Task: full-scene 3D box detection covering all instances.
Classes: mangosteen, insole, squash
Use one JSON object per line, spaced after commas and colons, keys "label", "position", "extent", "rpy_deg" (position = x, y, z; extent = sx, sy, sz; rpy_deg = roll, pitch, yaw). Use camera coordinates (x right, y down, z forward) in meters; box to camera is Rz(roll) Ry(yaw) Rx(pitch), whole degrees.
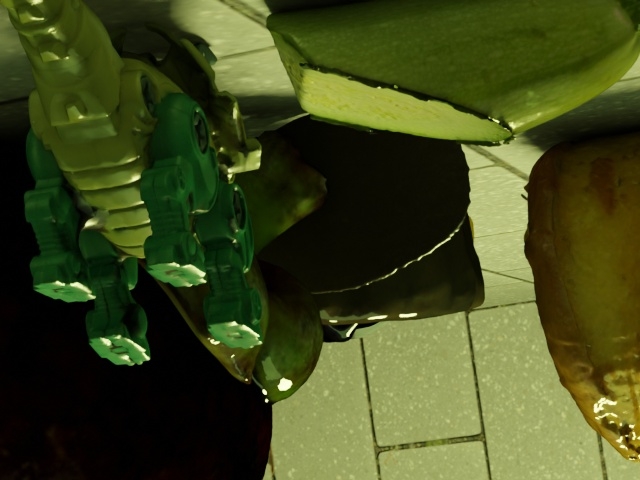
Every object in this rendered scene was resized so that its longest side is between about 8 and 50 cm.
{"label": "mangosteen", "position": [-0.156, 0.082, 0.900], "extent": [0.330, 0.330, 0.330], "rpy_deg": [-7, 173, -1]}
{"label": "insole", "position": [-0.037, -0.018, 0.976], "extent": [0.328, 0.111, 0.007], "rpy_deg": [-7, -177, 41]}
{"label": "squash", "position": [0.080, -0.081, 0.689], "extent": [0.200, 0.075, 0.090], "rpy_deg": [-10, 147, 11]}

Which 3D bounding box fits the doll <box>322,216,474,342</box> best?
{"label": "doll", "position": [0.033, 0.041, 1.545], "extent": [0.145, 0.103, 0.316], "rpy_deg": [-21, 174, -34]}

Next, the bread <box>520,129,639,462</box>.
{"label": "bread", "position": [0.239, 0.039, 1.148], "extent": [0.146, 0.268, 0.268], "rpy_deg": [-14, 171, 20]}

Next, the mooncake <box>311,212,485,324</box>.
{"label": "mooncake", "position": [0.000, 0.000, 1.104], "extent": [0.228, 0.124, 0.228], "rpy_deg": [-6, 178, 0]}

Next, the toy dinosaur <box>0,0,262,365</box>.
{"label": "toy dinosaur", "position": [-0.085, -0.039, 0.652], "extent": [0.094, 0.153, 0.259], "rpy_deg": [-10, 163, 12]}
